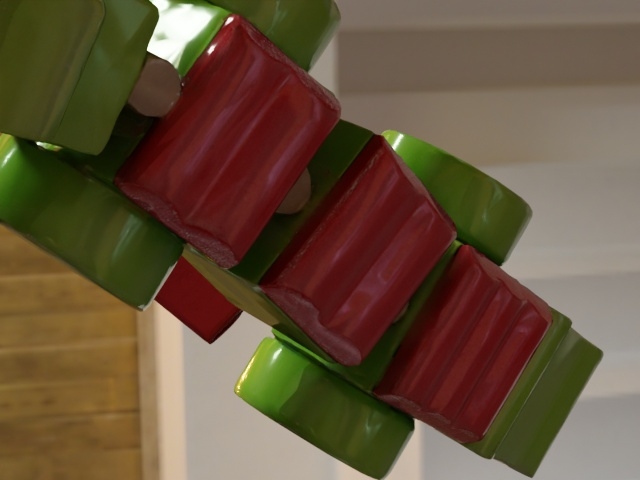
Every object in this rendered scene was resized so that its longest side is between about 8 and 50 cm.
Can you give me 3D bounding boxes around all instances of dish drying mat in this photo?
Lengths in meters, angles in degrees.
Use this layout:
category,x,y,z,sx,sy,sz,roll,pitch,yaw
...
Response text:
category,x,y,z,sx,sy,sz,roll,pitch,yaw
dish drying mat,-0.071,0.014,0.673,0.083,0.008,0.032,37,69,21

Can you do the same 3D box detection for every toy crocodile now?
category,x,y,z,sx,sy,sz,roll,pitch,yaw
toy crocodile,0.000,0.000,0.461,0.105,0.115,0.340,28,-8,46
